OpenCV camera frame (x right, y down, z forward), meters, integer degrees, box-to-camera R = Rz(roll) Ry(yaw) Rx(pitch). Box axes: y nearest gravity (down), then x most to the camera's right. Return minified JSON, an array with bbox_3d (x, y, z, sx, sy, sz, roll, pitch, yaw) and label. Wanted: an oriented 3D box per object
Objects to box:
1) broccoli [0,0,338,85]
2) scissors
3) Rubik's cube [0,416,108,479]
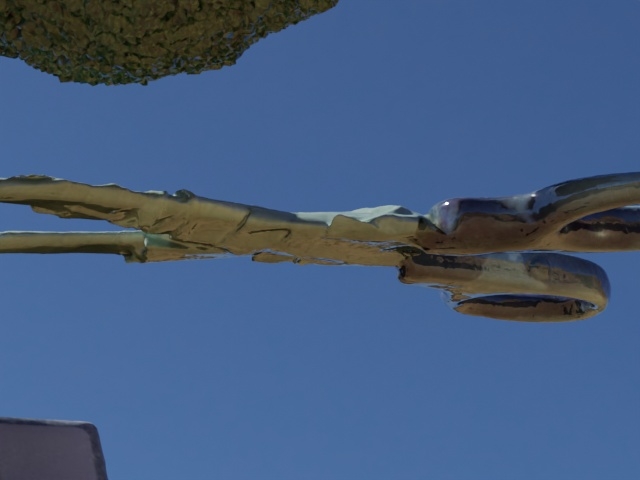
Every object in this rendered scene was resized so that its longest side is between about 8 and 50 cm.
[{"bbox_3d":[-0.103,-0.207,0.892,0.297,0.297,0.297,-11,-28,-6],"label":"broccoli"},{"bbox_3d":[0.000,0.000,0.923,0.383,0.029,0.256,2,-15,-13],"label":"scissors"},{"bbox_3d":[-0.315,0.321,1.317,0.304,0.305,0.301,5,-43,-27],"label":"Rubik's cube"}]
